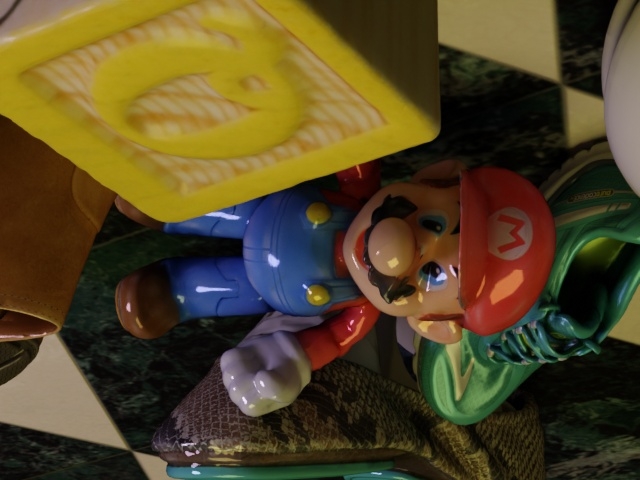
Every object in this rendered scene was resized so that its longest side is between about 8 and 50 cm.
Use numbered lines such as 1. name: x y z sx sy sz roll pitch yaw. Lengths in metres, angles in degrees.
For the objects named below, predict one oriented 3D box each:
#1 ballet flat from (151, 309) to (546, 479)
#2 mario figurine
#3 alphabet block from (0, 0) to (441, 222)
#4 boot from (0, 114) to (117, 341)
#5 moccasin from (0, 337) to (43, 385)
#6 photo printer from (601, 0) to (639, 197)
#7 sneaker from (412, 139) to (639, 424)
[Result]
1. ballet flat: 0.036 0.128 1.509 0.164 0.182 0.483 -2 166 35
2. mario figurine: 0.000 0.000 1.276 0.321 0.170 0.198 -1 127 25
3. alphabet block: -0.061 -0.152 0.997 0.192 0.197 0.193 -17 146 31
4. boot: -0.146 -0.040 1.189 0.295 0.211 0.104 -4 151 10
5. moccasin: -0.373 0.005 1.378 0.380 0.147 0.139 22 131 -25
6. photo printer: 0.328 -0.106 1.150 0.308 0.107 0.256 0 152 3
7. sneaker: 0.157 0.045 1.366 0.107 0.110 0.275 20 128 -23
